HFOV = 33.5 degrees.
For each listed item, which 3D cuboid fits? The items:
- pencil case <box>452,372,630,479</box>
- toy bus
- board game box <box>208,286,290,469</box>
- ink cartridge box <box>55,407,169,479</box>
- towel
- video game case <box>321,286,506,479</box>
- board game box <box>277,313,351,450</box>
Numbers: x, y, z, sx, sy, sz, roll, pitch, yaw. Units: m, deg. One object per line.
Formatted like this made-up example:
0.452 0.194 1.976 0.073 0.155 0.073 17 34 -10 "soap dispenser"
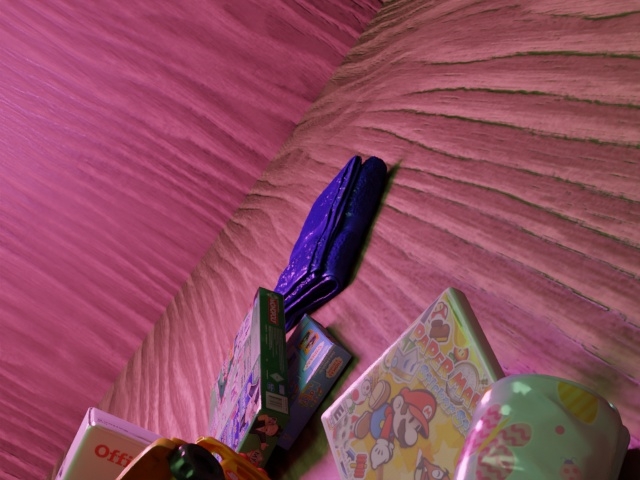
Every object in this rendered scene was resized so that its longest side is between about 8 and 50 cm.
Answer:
0.138 0.225 0.742 0.124 0.113 0.273 -17 36 38 "pencil case"
-0.132 0.308 1.272 0.149 0.220 0.211 -47 8 16 "toy bus"
-0.109 0.236 1.550 0.317 0.046 0.213 -97 29 -62 "board game box"
-0.271 0.387 1.402 0.273 0.198 0.115 -64 12 -2 "ink cartridge box"
0.000 0.000 1.854 0.227 0.076 0.308 -40 20 46 "towel"
0.096 0.188 0.978 0.206 0.026 0.227 -48 38 24 "video game case"
-0.034 0.201 1.554 0.160 0.039 0.211 -56 13 0 "board game box"
